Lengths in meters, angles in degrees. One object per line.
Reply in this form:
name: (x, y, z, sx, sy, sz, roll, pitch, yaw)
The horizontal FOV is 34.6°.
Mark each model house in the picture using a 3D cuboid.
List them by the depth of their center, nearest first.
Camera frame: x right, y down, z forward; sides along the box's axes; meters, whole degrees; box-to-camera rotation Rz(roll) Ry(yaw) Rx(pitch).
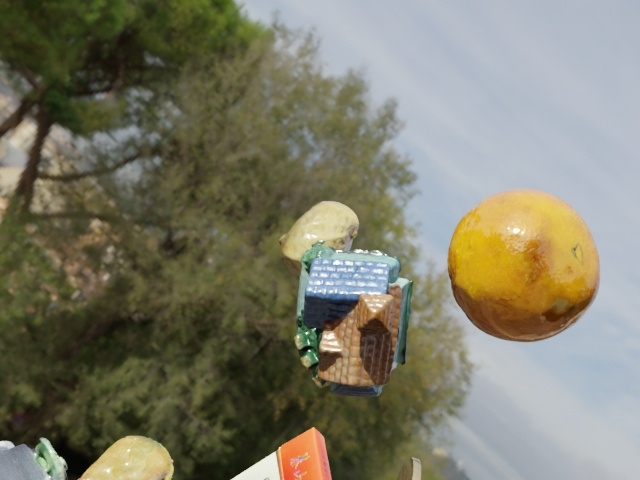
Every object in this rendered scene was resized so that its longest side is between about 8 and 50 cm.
model house: (0.027, 0.078, 0.985, 0.119, 0.148, 0.148, 7, 0, 5)

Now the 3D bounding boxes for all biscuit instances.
biscuit: (-0.322, 0.391, 1.536, 0.118, 0.247, 0.029, 23, -40, 28)

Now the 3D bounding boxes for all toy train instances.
toy train: (-0.475, 0.491, 1.703, 0.307, 0.173, 0.249, 41, -44, 35)

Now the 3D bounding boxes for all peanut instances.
peanut: (0.000, 0.000, 1.851, 0.109, 0.159, 0.140, 46, -9, 7)

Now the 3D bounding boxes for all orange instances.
orange: (0.338, 0.041, 1.713, 0.261, 0.261, 0.261, 43, -6, 6)

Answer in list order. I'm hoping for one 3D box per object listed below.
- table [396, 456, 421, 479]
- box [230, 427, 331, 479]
table: (0.161, 0.296, 0.866, 0.226, 0.167, 0.167, 17, -7, 1)
box: (-0.090, 0.393, 1.526, 0.035, 0.245, 0.139, 45, 19, -31)
